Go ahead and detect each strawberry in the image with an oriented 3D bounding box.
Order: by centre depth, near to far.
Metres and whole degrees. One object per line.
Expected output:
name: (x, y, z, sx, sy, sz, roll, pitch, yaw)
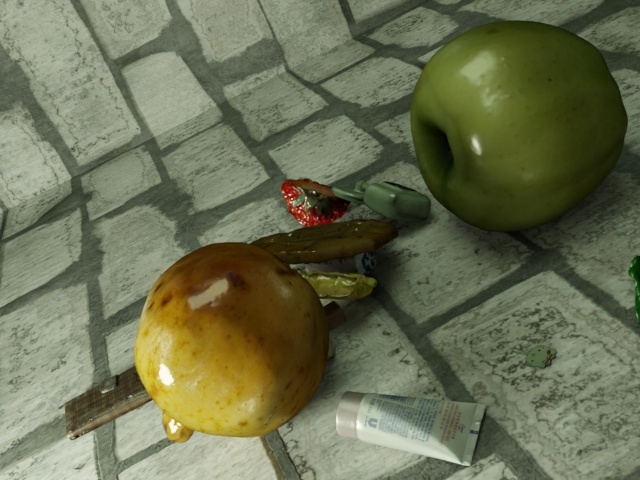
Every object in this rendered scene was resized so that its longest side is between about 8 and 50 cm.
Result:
strawberry: (-0.019, -0.095, 2.103, 0.190, 0.111, 0.236, 17, 12, 2)

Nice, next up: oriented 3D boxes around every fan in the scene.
fan: (0.386, 0.208, 1.407, 0.083, 0.004, 0.056, 8, 43, 44)

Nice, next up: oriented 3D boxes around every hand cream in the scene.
hand cream: (0.155, 0.316, 1.346, 0.247, 0.083, 0.133, 5, 40, 25)

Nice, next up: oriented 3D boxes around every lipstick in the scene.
lipstick: (-0.018, 0.190, 1.694, 0.145, 0.045, 0.045, -29, 27, -9)

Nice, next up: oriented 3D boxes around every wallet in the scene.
wallet: (-0.469, 0.359, 1.757, 0.230, 0.042, 0.124, -28, 33, -5)

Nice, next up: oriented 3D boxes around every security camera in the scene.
security camera: (0.148, -0.118, 1.982, 0.157, 0.080, 0.301, 3, 14, -35)

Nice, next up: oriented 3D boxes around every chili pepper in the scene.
chili pepper: (0.597, 0.098, 1.375, 0.108, 0.062, 0.216, -20, 28, 9)

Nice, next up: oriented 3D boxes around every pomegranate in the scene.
pomegranate: (-0.178, 0.212, 1.462, 0.409, 0.410, 0.410, -18, 30, 11)

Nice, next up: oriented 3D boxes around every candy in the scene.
candy: (0.045, 0.052, 1.845, 0.160, 0.073, 0.092, -2, 29, 34)

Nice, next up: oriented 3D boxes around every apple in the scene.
apple: (0.424, -0.253, 1.695, 0.473, 0.474, 0.474, -18, 30, 11)

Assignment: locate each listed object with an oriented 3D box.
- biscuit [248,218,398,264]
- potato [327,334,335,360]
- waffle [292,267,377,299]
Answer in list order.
biscuit: (-0.001, 0.000, 1.786, 0.358, 0.046, 0.359, -9, 8, 1)
potato: (0.008, 0.236, 1.619, 0.037, 0.036, 0.093, -53, -1, 23)
waffle: (-0.037, 0.097, 1.695, 0.283, 0.065, 0.309, 9, -10, -37)
